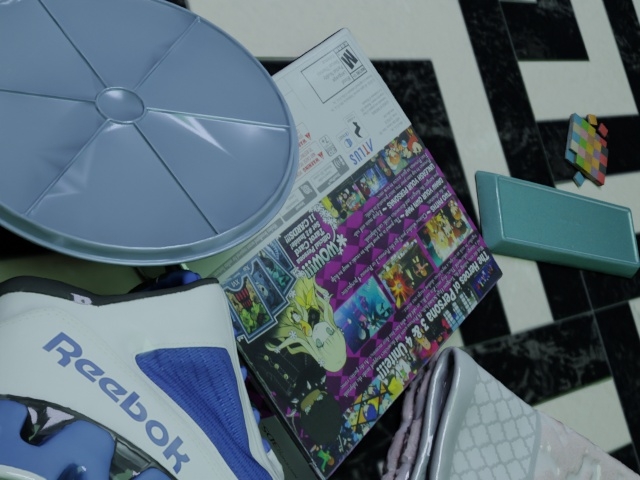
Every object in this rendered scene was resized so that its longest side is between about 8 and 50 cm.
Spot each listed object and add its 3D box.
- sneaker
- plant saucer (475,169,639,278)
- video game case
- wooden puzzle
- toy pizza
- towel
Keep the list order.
[{"bbox_3d":[-0.057,0.116,0.501,0.315,0.127,0.182,47,29,-35],"label":"sneaker"},{"bbox_3d":[0.201,-0.012,0.856,0.192,0.018,0.067,10,69,-39],"label":"plant saucer"},{"bbox_3d":[0.000,0.000,0.660,0.210,0.042,0.232,56,48,-9],"label":"video game case"},{"bbox_3d":[0.235,-0.081,0.917,0.049,0.006,0.083,32,56,-28],"label":"wooden puzzle"},{"bbox_3d":[-0.110,-0.063,0.559,0.201,0.032,0.201,12,49,-14],"label":"toy pizza"},{"bbox_3d":[0.145,0.278,0.681,0.317,0.053,0.332,36,55,-26],"label":"towel"}]
